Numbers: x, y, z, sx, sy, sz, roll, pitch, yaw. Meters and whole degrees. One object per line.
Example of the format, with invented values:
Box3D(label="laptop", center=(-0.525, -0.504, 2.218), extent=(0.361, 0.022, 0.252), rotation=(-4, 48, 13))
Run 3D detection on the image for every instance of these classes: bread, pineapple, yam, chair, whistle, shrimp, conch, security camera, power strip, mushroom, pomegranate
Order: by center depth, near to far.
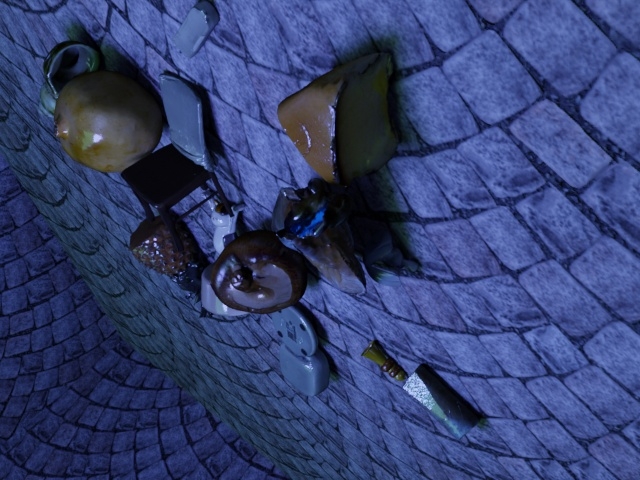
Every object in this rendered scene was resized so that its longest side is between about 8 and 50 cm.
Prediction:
Box3D(label="bread", center=(0.050, -0.162, 1.119), extent=(0.160, 0.140, 0.169), rotation=(59, 154, -13))
Box3D(label="shrimp", center=(0.000, 0.000, 1.332), extent=(0.221, 0.110, 0.446), rotation=(46, 174, 8))
Box3D(label="power strip", center=(-0.217, -0.359, 1.387), extent=(0.047, 0.030, 0.191), rotation=(50, 157, -9))
Box3D(label="yam", center=(0.246, 0.330, 1.641), extent=(0.169, 0.068, 0.068), rotation=(42, 156, 9))
Box3D(label="chair", center=(-0.305, -0.156, 1.657), extent=(0.160, 0.186, 0.319), rotation=(41, 157, 37))
Box3D(label="mushroom", center=(-0.127, 0.064, 1.740), extent=(0.231, 0.138, 0.194), rotation=(-30, 144, 35))
Box3D(label="pomegranate", center=(-0.458, -0.255, 1.740), extent=(0.233, 0.233, 0.233), rotation=(38, 155, 21))
Box3D(label="whistle", center=(0.138, 0.273, 1.767), extent=(0.109, 0.046, 0.057), rotation=(43, 142, -5))
Box3D(label="conch", center=(-0.573, -0.358, 1.823), extent=(0.124, 0.182, 0.187), rotation=(26, 175, 29))
Box3D(label="security camera", center=(-0.046, 0.263, 2.027), extent=(0.157, 0.080, 0.302), rotation=(32, 143, 35))
Box3D(label="pineapple", center=(-0.362, 0.088, 2.222), extent=(0.364, 0.165, 0.165), rotation=(50, 158, -28))

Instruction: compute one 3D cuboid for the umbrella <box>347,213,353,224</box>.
Box3D(label="umbrella", center=(-0.002, -0.061, 1.502), extent=(0.044, 0.044, 0.269), rotation=(30, 176, -28))

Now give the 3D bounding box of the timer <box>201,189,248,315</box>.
Box3D(label="timer", center=(-0.211, 0.020, 1.876), extent=(0.175, 0.175, 0.266), rotation=(22, 128, 44))

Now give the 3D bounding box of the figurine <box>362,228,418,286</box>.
Box3D(label="figurine", center=(0.116, 0.036, 1.406), extent=(0.086, 0.082, 0.094), rotation=(38, 172, -21))
